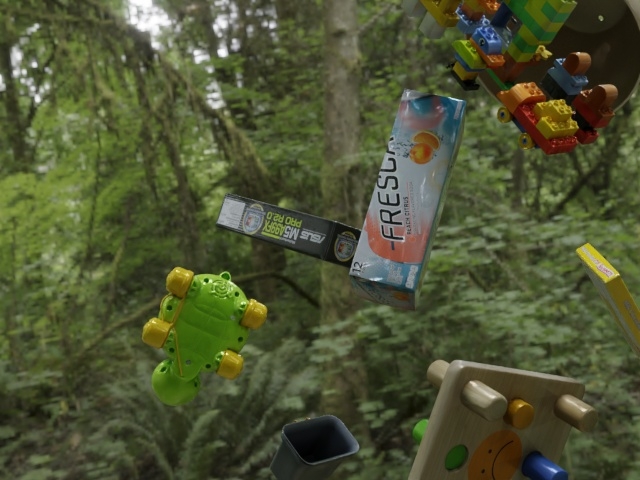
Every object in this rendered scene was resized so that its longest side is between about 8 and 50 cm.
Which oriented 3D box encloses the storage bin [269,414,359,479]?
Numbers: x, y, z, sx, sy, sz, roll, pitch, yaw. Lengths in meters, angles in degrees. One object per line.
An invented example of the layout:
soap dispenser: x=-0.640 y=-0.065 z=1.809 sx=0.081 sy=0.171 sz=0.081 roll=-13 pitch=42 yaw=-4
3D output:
storage bin: x=-0.022 y=0.357 z=1.453 sx=0.135 sy=0.098 sz=0.091 roll=-1 pitch=-50 yaw=-46

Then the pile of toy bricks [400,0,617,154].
pile of toy bricks: x=0.172 y=-0.176 z=0.717 sx=0.118 sy=0.212 sz=0.105 roll=-11 pitch=-34 yaw=-35

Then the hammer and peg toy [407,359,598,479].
hammer and peg toy: x=0.218 y=0.345 z=1.179 sx=0.266 sy=0.361 sz=0.127 roll=12 pitch=9 yaw=-34

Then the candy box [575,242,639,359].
candy box: x=0.426 y=0.105 z=1.207 sx=0.027 sy=0.206 sz=0.105 roll=-34 pitch=24 yaw=5

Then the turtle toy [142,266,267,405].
turtle toy: x=-0.111 y=0.087 z=0.779 sx=0.095 sy=0.130 sz=0.066 roll=26 pitch=-7 yaw=-9

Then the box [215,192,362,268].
box: x=0.000 y=0.000 z=1.347 sx=0.216 sy=0.060 sz=0.270 roll=19 pitch=-2 yaw=-43

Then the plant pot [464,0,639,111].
plant pot: x=0.399 y=-0.351 z=1.379 sx=0.284 sy=0.284 sz=0.191 roll=-13 pitch=28 yaw=47

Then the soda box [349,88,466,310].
soda box: x=0.078 y=-0.036 z=0.755 sx=0.058 sy=0.183 sz=0.063 roll=13 pitch=-18 yaw=11
